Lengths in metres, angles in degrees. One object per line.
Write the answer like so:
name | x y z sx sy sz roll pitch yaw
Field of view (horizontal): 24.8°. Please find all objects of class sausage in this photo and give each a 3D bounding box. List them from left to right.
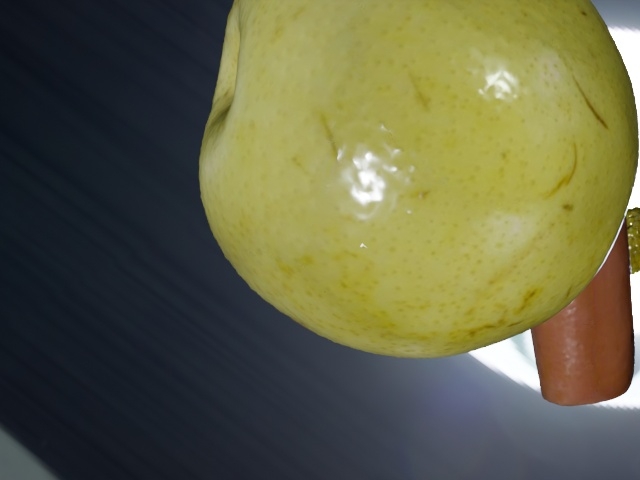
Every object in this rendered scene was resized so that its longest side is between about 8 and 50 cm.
sausage | 0.249 0.030 1.425 0.113 0.113 0.259 -43 128 -59

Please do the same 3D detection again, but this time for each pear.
pear | 0.069 -0.081 1.112 0.348 0.348 0.348 -53 173 -9

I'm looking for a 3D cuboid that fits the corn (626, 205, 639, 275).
corn | 0.343 0.013 1.849 0.261 0.097 0.097 -17 179 9
